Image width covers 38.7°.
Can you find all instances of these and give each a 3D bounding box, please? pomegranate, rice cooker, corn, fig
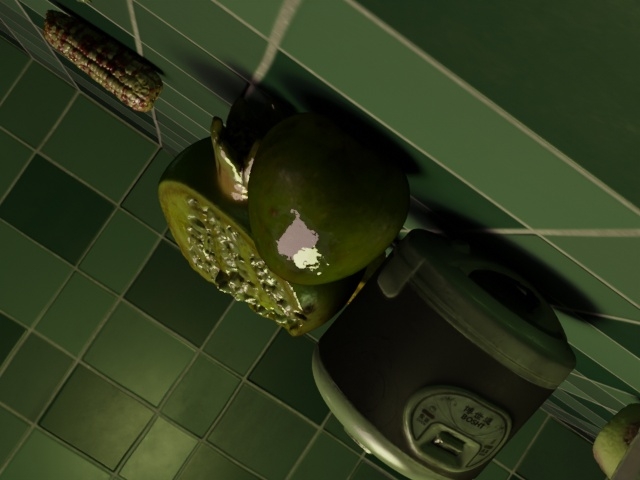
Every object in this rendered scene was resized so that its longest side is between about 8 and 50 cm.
[{"bbox_3d":[-0.060,-0.054,1.231,0.310,0.216,0.358,39,148,27],"label":"pomegranate"},{"bbox_3d":[0.163,0.144,1.169,0.288,0.277,0.288,38,-167,-10],"label":"rice cooker"},{"bbox_3d":[-0.363,-0.298,1.505,0.237,0.079,0.079,34,176,6],"label":"corn"},{"bbox_3d":[0.000,-0.040,1.012,0.181,0.191,0.181,23,-164,-7],"label":"fig"}]

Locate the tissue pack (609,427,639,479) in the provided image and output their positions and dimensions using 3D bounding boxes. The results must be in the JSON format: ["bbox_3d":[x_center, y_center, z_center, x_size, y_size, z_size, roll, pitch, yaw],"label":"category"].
[{"bbox_3d":[0.442,0.269,1.064,0.124,0.185,0.225,27,173,37],"label":"tissue pack"}]

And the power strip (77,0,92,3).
[{"bbox_3d":[-0.350,-0.353,1.198,0.051,0.019,0.136,28,173,39],"label":"power strip"}]

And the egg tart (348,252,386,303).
[{"bbox_3d":[0.000,0.000,1.586,0.352,0.153,0.339,35,175,-3],"label":"egg tart"}]

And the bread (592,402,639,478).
[{"bbox_3d":[0.606,0.397,1.435,0.187,0.155,0.338,42,172,-32],"label":"bread"}]
